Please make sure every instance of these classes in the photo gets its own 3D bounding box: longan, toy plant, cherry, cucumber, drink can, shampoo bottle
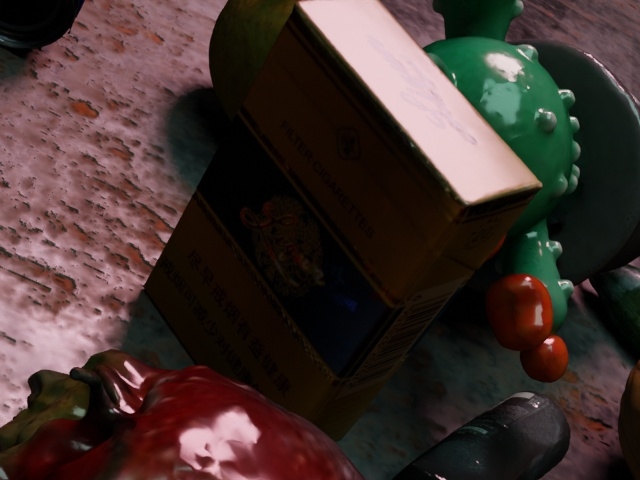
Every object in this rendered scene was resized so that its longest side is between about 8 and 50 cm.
[{"bbox_3d":[-0.013,-0.147,0.932,0.145,0.176,0.155,-21,44,-26],"label":"longan"},{"bbox_3d":[0.135,-0.064,0.860,0.185,0.279,0.400,16,5,27],"label":"toy plant"},{"bbox_3d":[-0.042,0.154,0.542,0.249,0.192,0.175,33,69,-15],"label":"cherry"},{"bbox_3d":[0.294,0.090,1.009,0.056,0.056,0.250,-15,59,-48],"label":"cucumber"},{"bbox_3d":[-0.205,-0.242,0.947,0.097,0.097,0.235,26,36,-14],"label":"drink can"},{"bbox_3d":[0.081,0.148,0.758,0.063,0.057,0.207,48,36,17],"label":"shampoo bottle"}]

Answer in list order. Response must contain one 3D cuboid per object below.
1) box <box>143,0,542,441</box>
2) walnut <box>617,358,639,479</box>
[{"bbox_3d":[0.000,0.000,0.703,0.070,0.237,0.152,-13,57,-45],"label":"box"},{"bbox_3d":[0.309,0.136,0.856,0.213,0.213,0.213,22,37,-18],"label":"walnut"}]
